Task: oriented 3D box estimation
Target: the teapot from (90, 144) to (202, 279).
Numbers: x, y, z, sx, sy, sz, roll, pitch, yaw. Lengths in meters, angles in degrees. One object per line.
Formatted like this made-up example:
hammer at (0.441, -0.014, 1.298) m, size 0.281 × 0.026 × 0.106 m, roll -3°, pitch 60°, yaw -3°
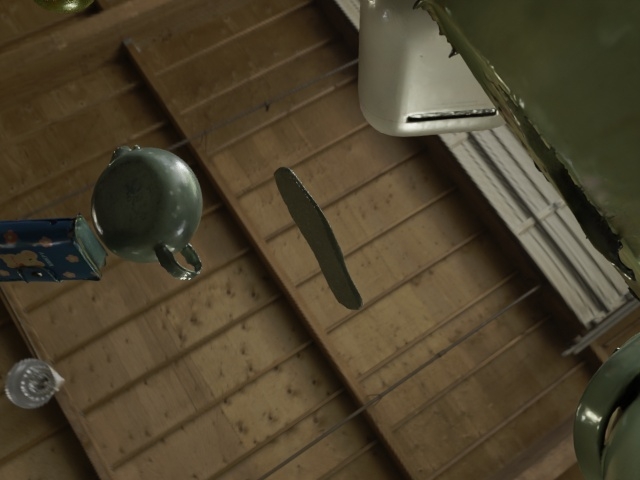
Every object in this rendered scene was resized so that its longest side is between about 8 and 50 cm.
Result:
teapot at (-0.285, -0.056, 1.099) m, size 0.193 × 0.129 × 0.294 m, roll -37°, pitch -108°, yaw 14°

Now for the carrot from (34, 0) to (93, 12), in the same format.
carrot at (-0.247, -0.361, 0.524) m, size 0.074 × 0.358 × 0.074 m, roll 0°, pitch -137°, yaw 0°

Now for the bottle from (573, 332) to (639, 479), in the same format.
bottle at (0.369, 0.210, 0.641) m, size 0.229 × 0.229 × 0.352 m, roll 24°, pitch -145°, yaw 0°

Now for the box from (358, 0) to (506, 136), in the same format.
box at (0.203, -0.297, 1.013) m, size 0.288 × 0.349 × 0.141 m, roll -6°, pitch -118°, yaw 0°

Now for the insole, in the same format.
insole at (0.000, 0.000, 0.751) m, size 0.010 × 0.063 × 0.192 m, roll -38°, pitch -68°, yaw -28°

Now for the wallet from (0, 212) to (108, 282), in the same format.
wallet at (-0.451, 0.017, 1.031) m, size 0.202 × 0.141 × 0.059 m, roll -3°, pitch -123°, yaw 4°

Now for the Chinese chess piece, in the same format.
Chinese chess piece at (0.225, -0.097, 0.502) m, size 0.146 × 0.349 × 0.349 m, roll -36°, pitch -104°, yaw 18°
